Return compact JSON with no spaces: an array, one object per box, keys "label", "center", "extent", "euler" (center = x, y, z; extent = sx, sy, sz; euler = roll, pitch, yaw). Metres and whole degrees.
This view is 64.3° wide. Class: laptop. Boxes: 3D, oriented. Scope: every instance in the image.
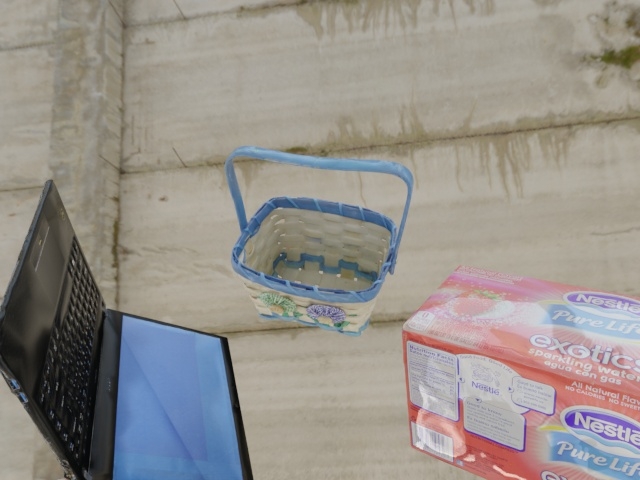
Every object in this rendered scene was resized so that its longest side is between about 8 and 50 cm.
[{"label":"laptop","center":[-0.164,0.096,0.484],"extent":[0.137,0.264,0.234],"euler":[-13,-145,-11]}]

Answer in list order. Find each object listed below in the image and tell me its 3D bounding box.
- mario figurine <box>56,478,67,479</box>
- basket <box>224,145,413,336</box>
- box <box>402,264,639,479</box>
[{"label":"mario figurine","center":[-0.357,0.420,0.604],"extent":[0.198,0.170,0.320],"euler":[31,-79,37]},{"label":"basket","center":[0.000,0.000,0.753],"extent":[0.255,0.288,0.201],"euler":[9,-141,14]},{"label":"box","center":[0.238,0.138,0.450],"extent":[0.300,0.142,0.153],"euler":[10,-60,36]}]
